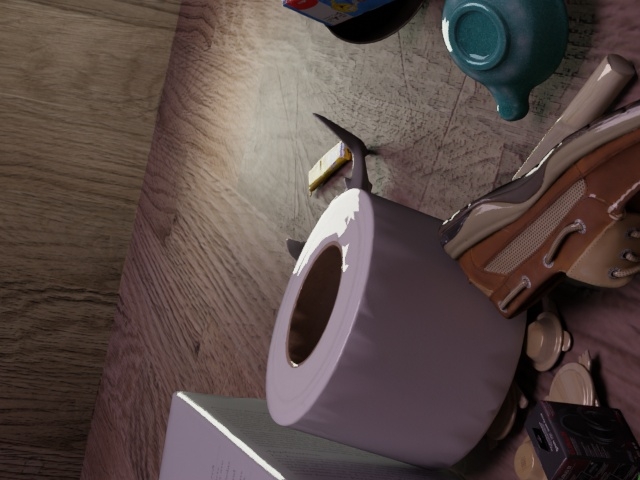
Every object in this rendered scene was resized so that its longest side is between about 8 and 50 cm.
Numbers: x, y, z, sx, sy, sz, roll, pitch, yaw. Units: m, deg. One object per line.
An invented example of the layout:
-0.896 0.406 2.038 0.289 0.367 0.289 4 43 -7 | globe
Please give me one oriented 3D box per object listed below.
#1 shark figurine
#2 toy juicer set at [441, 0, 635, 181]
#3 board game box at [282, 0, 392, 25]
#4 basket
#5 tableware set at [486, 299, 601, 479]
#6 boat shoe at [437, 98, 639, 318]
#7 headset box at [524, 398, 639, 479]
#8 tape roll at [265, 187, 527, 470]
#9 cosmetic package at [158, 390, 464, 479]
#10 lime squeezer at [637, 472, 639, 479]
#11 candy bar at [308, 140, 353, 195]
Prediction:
0.010 -0.019 1.403 0.166 0.116 0.278 -144 64 -66 | shark figurine
0.193 -0.215 0.982 0.209 0.089 0.329 -29 91 48 | toy juicer set
0.094 -0.429 1.165 0.302 0.086 0.308 -12 71 43 | board game box
0.048 -0.378 1.427 0.204 0.154 0.227 -63 19 11 | basket
0.195 0.146 0.955 0.141 0.020 0.169 -106 32 -49 | tableware set
0.226 -0.025 0.847 0.120 0.122 0.324 62 148 7 | boat shoe
0.203 0.160 0.831 0.062 0.083 0.032 -105 31 -51 | headset box
0.068 0.089 1.054 0.246 0.169 0.246 -161 90 -73 | tape roll
-0.018 0.290 1.156 0.453 0.230 0.161 -171 91 -71 | cosmetic package
0.262 0.214 0.720 0.110 0.059 0.310 9 87 40 | lime squeezer
0.011 -0.110 1.576 0.161 0.018 0.040 142 131 -61 | candy bar
